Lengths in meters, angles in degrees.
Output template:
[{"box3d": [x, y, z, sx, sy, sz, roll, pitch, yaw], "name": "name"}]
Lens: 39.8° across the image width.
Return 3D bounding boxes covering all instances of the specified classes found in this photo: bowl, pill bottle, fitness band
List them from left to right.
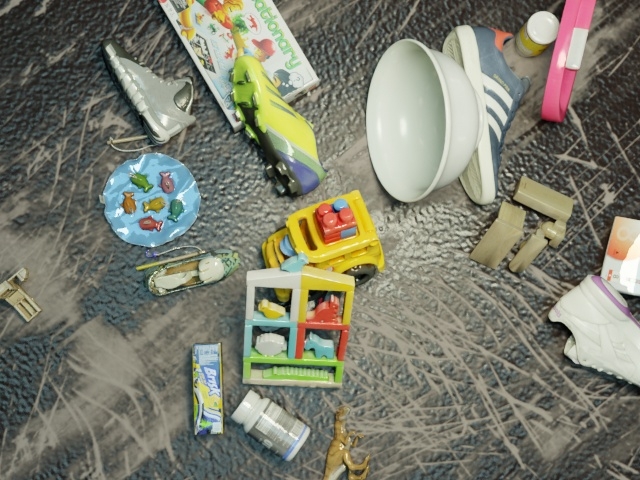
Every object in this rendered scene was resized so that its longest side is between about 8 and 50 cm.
[{"box3d": [-0.095, 0.344, 1.649, 0.137, 0.078, 0.078, 35, 83, 1], "name": "pill bottle"}, {"box3d": [0.209, -0.222, 1.644, 0.134, 0.298, 0.297, -4, 84, -25], "name": "bowl"}, {"box3d": [0.422, -0.400, 1.734, 0.065, 0.116, 0.065, 0, 85, -4], "name": "pill bottle"}, {"box3d": [0.476, -0.369, 1.690, 0.054, 0.209, 0.290, 15, 84, 12], "name": "fitness band"}]

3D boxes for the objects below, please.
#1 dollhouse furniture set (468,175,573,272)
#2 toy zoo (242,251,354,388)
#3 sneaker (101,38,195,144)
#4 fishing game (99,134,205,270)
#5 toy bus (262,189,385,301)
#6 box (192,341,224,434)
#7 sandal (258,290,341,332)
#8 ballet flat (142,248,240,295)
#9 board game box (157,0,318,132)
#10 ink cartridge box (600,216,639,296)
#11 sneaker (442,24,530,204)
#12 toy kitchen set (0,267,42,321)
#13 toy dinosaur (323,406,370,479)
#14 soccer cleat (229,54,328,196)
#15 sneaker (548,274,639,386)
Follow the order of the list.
[{"box3d": [0.397, -0.023, 1.742, 0.144, 0.123, 0.151, 25, 49, -1], "name": "dollhouse furniture set"}, {"box3d": [-0.042, 0.149, 1.606, 0.192, 0.030, 0.293, 4, 124, -4], "name": "toy zoo"}, {"box3d": [-0.318, -0.305, 1.705, 0.132, 0.086, 0.228, -31, 90, -17], "name": "sneaker"}, {"box3d": [-0.326, -0.080, 1.695, 0.189, 0.041, 0.264, -10, 85, -7], "name": "fishing game"}, {"box3d": [0.000, 0.000, 1.607, 0.220, 0.211, 0.149, -19, 67, -3], "name": "toy bus"}, {"box3d": [-0.210, 0.276, 1.657, 0.054, 0.059, 0.168, -1, 85, -3], "name": "box"}, {"box3d": [-0.038, 0.128, 1.692, 0.179, 0.040, 0.067, -25, 86, -6], "name": "sandal"}, {"box3d": [-0.242, 0.066, 1.672, 0.188, 0.070, 0.070, -16, 86, -3], "name": "ballet flat"}, {"box3d": [-0.162, -0.390, 1.728, 0.193, 0.053, 0.305, -31, 87, -6], "name": "board game box"}, {"box3d": [0.644, 0.042, 1.707, 0.179, 0.045, 0.145, 12, 83, 27], "name": "ink cartridge box"}, {"box3d": [0.339, -0.246, 1.713, 0.148, 0.131, 0.350, -6, 90, -16], "name": "sneaker"}, {"box3d": [-0.550, 0.101, 1.640, 0.068, 0.083, 0.075, -42, 88, -6], "name": "toy kitchen set"}, {"box3d": [0.033, 0.422, 1.668, 0.112, 0.064, 0.211, 15, 74, 16], "name": "toy dinosaur"}, {"box3d": [-0.077, -0.223, 1.674, 0.121, 0.093, 0.289, -35, 110, -29], "name": "soccer cleat"}, {"box3d": [0.567, 0.212, 1.707, 0.152, 0.114, 0.305, -39, 93, 20], "name": "sneaker"}]
